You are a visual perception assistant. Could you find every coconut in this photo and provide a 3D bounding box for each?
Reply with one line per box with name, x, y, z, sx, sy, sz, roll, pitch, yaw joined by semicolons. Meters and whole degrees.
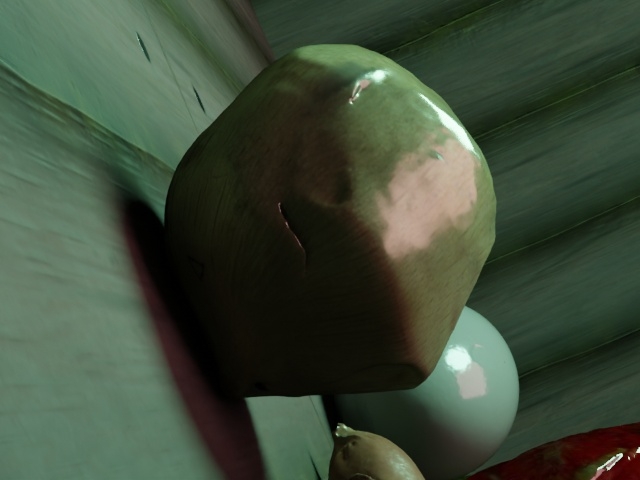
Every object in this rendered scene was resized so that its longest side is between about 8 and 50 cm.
coconut;0.000;0.000;0.974;0.224;0.224;0.224;-24;90;-86

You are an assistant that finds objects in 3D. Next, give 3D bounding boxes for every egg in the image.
egg;0.099;0.144;1.518;0.232;0.176;0.176;-46;113;-77

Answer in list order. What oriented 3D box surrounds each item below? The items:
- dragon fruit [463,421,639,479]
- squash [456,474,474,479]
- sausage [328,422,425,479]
dragon fruit;0.220;0.234;1.332;0.282;0.344;0.100;-107;178;-68
squash;0.146;0.333;1.688;0.287;0.137;0.137;91;-23;-71
sausage;0.083;0.289;1.090;0.088;0.088;0.433;63;5;-46
